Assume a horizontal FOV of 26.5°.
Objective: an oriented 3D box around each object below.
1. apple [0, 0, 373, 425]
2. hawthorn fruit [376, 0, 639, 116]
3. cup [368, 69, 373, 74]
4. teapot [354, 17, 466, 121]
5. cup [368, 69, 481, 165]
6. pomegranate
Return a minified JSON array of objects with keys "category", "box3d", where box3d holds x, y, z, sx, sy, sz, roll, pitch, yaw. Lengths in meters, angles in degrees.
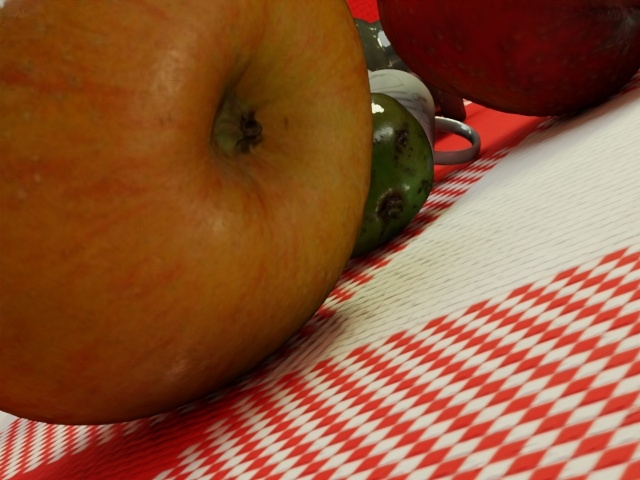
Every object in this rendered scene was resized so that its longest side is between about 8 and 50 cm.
[{"category":"apple","box3d":[-0.146,-0.067,0.952,0.400,0.400,0.333,-33,18,-26]},{"category":"hawthorn fruit","box3d":[0.176,-0.250,1.285,0.307,0.265,0.265,9,16,9]},{"category":"cup","box3d":[0.039,-0.134,1.544,0.173,0.142,0.134,-1,65,66]},{"category":"teapot","box3d":[0.076,-0.174,1.752,0.285,0.305,0.223,-22,44,6]},{"category":"cup","box3d":[0.084,-0.112,1.371,0.136,0.099,0.133,-19,23,14]},{"category":"pomegranate","box3d":[0.019,-0.048,1.203,0.152,0.131,0.191,-28,-7,-18]}]
